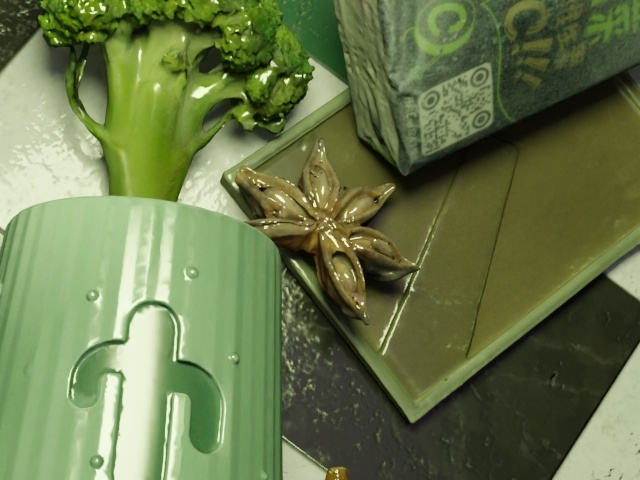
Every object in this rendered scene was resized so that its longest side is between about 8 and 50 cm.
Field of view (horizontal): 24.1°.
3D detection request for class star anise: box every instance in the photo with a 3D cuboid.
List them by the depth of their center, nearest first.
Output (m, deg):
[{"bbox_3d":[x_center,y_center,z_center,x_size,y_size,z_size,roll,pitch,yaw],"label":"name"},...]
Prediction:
[{"bbox_3d":[0.004,-0.013,1.506,0.208,0.063,0.172,29,56,1],"label":"star anise"}]

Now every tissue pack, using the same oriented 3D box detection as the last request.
[{"bbox_3d":[0.209,-0.265,1.495,0.394,0.288,0.124,-26,44,-15],"label":"tissue pack"}]

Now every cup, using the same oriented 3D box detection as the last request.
[{"bbox_3d":[-0.209,0.175,1.306,0.401,0.310,0.392,20,64,-39],"label":"cup"}]

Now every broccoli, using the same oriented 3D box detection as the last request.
[{"bbox_3d":[-0.143,-0.177,1.516,0.254,0.186,0.302,-19,121,-14],"label":"broccoli"}]

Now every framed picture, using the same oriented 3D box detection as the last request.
[{"bbox_3d":[0.165,-0.062,1.599,0.446,0.028,0.326,-35,85,-17],"label":"framed picture"}]

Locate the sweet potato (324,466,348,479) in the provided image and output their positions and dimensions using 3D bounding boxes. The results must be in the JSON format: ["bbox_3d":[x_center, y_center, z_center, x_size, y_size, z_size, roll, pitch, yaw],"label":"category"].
[{"bbox_3d":[0.008,0.350,1.450,0.057,0.057,0.264,7,76,-9],"label":"sweet potato"}]
